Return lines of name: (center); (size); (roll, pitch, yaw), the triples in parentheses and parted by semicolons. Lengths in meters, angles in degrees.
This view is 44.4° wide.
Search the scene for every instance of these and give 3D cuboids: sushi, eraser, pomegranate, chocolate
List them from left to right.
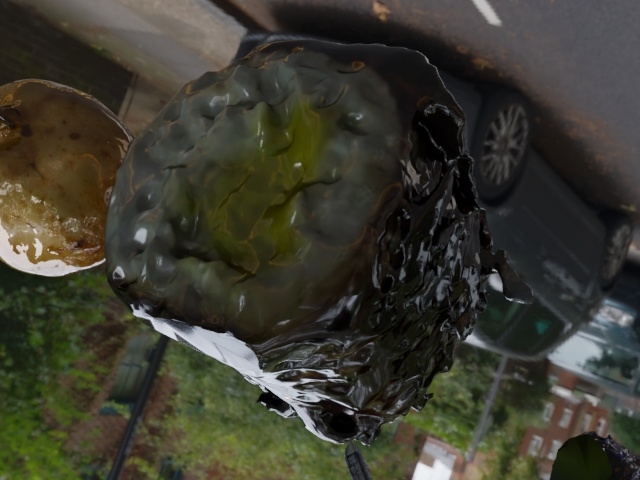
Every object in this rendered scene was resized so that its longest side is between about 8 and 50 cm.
pomegranate: (-0.326, -0.077, 0.932); (0.248, 0.248, 0.248); (20, 178, 1)
sushi: (0.000, 0.000, 0.695); (0.281, 0.299, 0.294); (38, 170, 38)
eraser: (0.045, 0.250, 0.794); (0.027, 0.019, 0.099); (53, -172, -46)
chocolate: (0.439, 0.329, 1.049); (0.343, 0.126, 0.148); (15, 155, -37)
